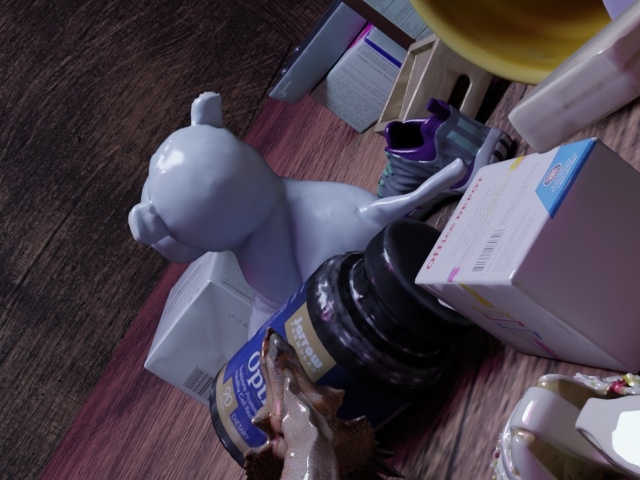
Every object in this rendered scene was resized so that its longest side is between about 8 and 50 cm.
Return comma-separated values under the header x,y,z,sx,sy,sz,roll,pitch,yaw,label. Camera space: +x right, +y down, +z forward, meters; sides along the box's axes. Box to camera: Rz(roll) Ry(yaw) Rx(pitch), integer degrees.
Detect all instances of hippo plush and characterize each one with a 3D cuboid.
x,y,z,sx,sy,sz,roll,pitch,yaw,label
-0.064,0.011,0.790,0.294,0.237,0.234,-12,57,70,hippo plush

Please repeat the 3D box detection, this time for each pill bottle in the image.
x,y,z,sx,sy,sz,roll,pitch,yaw,label
0.019,0.086,0.647,0.219,0.123,0.122,-47,15,34,pill bottle

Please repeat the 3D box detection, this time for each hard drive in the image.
x,y,z,sx,sy,sz,roll,pitch,yaw,label
0.023,-0.331,1.316,0.254,0.054,0.172,-46,15,37,hard drive

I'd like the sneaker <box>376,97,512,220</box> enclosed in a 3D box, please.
x,y,z,sx,sy,sz,roll,pitch,yaw,label
0.091,-0.081,0.852,0.224,0.098,0.083,-32,27,60,sneaker

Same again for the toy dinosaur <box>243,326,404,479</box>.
x,y,z,sx,sy,sz,roll,pitch,yaw,label
-0.015,0.210,0.494,0.200,0.127,0.295,150,140,-77,toy dinosaur

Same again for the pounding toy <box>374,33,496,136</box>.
x,y,z,sx,sy,sz,roll,pitch,yaw,label
0.145,-0.164,0.919,0.141,0.100,0.130,-67,13,-1,pounding toy

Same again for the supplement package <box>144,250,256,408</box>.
x,y,z,sx,sy,sz,roll,pitch,yaw,label
-0.111,0.092,1.064,0.133,0.139,0.244,-52,12,13,supplement package

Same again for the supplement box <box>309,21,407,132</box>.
x,y,z,sx,sy,sz,roll,pitch,yaw,label
0.089,-0.269,1.298,0.111,0.114,0.220,-61,12,-24,supplement box

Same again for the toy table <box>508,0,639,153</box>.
x,y,z,sx,sy,sz,roll,pitch,yaw,label
0.199,-0.138,0.343,0.161,0.252,0.274,-45,-7,-33,toy table

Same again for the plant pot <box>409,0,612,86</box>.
x,y,z,sx,sy,sz,roll,pitch,yaw,label
0.207,-0.277,0.647,0.254,0.254,0.239,-43,3,43,plant pot

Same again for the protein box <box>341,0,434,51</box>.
x,y,z,sx,sy,sz,roll,pitch,yaw,label
0.146,-0.373,1.144,0.136,0.201,0.199,-40,20,49,protein box

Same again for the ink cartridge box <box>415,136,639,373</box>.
x,y,z,sx,sy,sz,roll,pitch,yaw,label
0.131,0.010,0.502,0.092,0.090,0.143,-58,12,-10,ink cartridge box

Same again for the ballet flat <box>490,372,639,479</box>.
x,y,z,sx,sy,sz,roll,pitch,yaw,label
0.128,0.087,0.355,0.091,0.077,0.241,-61,13,-18,ballet flat
